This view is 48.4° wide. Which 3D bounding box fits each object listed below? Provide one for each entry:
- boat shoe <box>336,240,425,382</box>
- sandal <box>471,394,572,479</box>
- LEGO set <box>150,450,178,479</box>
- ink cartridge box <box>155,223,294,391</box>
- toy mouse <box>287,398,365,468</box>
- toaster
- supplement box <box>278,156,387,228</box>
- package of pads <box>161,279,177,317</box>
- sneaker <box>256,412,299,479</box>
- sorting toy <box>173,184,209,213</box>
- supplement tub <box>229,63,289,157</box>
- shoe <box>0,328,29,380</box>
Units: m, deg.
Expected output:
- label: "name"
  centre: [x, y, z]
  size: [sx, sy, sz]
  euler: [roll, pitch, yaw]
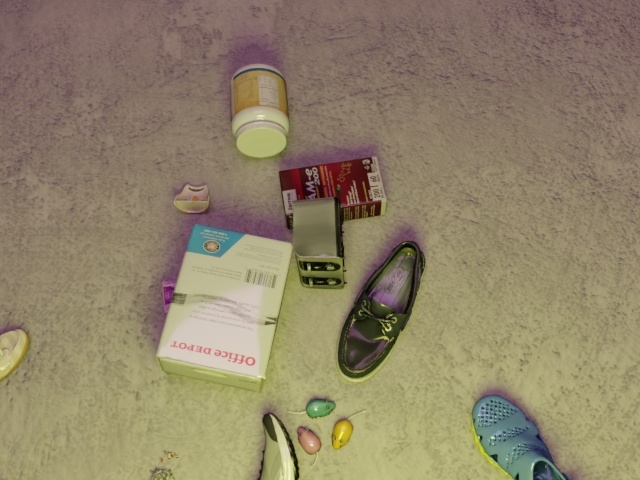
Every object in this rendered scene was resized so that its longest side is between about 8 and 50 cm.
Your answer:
- label: "boat shoe"
  centre: [0.135, 0.141, 1.535]
  size: [0.127, 0.113, 0.340]
  euler: [30, 67, 16]
- label: "sandal"
  centre: [0.406, 0.429, 1.363]
  size: [0.126, 0.138, 0.317]
  euler: [-29, 63, -11]
- label: "LEGO set"
  centre: [-0.318, 0.463, 1.429]
  size: [0.054, 0.023, 0.083]
  euler: [1, 62, 2]
- label: "ink cartridge box"
  centre: [-0.198, 0.144, 1.521]
  size: [0.223, 0.129, 0.307]
  euler: [12, 64, -1]
- label: "toy mouse"
  centre: [-0.007, 0.377, 1.461]
  size: [0.143, 0.031, 0.161]
  euler: [27, 66, 15]
- label: "toaster"
  centre: [0.000, 0.000, 1.584]
  size: [0.110, 0.168, 0.185]
  euler: [-3, 63, 1]
- label: "supplement box"
  centre: [0.028, -0.114, 1.699]
  size: [0.239, 0.073, 0.130]
  euler: [-9, 62, -2]
- label: "package of pads"
  centre: [-0.329, 0.131, 1.602]
  size: [0.050, 0.032, 0.083]
  euler: [-9, 63, -7]
- label: "sneaker"
  centre: [-0.091, 0.468, 1.380]
  size: [0.108, 0.100, 0.271]
  euler: [-11, 62, 2]
- label: "sorting toy"
  centre: [-0.305, -0.106, 1.725]
  size: [0.083, 0.045, 0.075]
  euler: [1, 55, 3]
- label: "supplement tub"
  centre: [-0.152, -0.323, 1.775]
  size: [0.144, 0.144, 0.199]
  euler: [-5, 62, -1]
- label: "shoe"
  centre: [-0.717, 0.273, 1.523]
  size: [0.076, 0.058, 0.219]
  euler: [34, 68, 18]
